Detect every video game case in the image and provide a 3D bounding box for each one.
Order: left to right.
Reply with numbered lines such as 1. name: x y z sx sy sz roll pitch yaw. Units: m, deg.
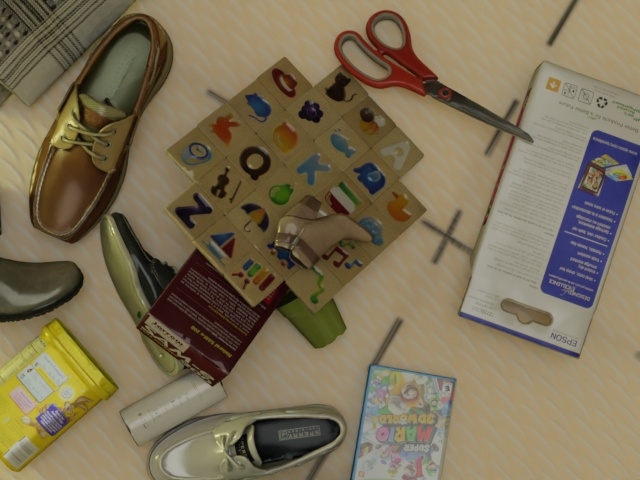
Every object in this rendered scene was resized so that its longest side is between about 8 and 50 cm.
1. video game case: 0.110 0.257 1.928 0.119 0.015 0.166 10 83 -2

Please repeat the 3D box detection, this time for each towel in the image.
1. towel: -0.379 -0.331 1.830 0.324 0.312 0.056 -42 55 -3

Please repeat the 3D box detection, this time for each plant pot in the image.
1. plant pot: -0.007 0.098 1.913 0.083 0.083 0.079 -35 99 -6

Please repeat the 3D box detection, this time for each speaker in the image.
1. speaker: -0.191 0.214 1.895 0.136 0.055 0.055 -29 86 -6

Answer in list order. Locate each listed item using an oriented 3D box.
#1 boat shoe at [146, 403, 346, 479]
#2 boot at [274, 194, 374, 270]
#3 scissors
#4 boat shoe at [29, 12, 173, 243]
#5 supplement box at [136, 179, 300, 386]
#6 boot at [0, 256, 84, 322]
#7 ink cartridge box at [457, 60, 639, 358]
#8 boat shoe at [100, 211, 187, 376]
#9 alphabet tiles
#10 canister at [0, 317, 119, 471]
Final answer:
1. boat shoe: -0.095 0.269 1.877 0.268 0.088 0.096 -7 84 -4
2. boot: 0.000 0.000 1.854 0.118 0.042 0.087 30 69 -5
3. scissors: 0.147 -0.198 1.952 0.109 0.021 0.297 -43 76 -12
4. boat shoe: -0.297 -0.158 1.897 0.123 0.120 0.324 21 83 -1
5. supplement box: -0.114 0.054 1.865 0.130 0.073 0.239 38 61 -4
6. boot: -0.437 0.023 1.849 0.247 0.083 0.161 -9 122 -3
7. ink cartridge box: 0.319 -0.042 1.949 0.176 0.069 0.370 20 80 -2
8. boat shoe: -0.220 0.063 1.907 0.079 0.084 0.233 -26 82 -29
9. alphabet tiles: -0.028 -0.077 1.900 0.285 0.011 0.342 47 63 3
10. canister: -0.367 0.202 1.878 0.170 0.073 0.126 -41 87 -5
